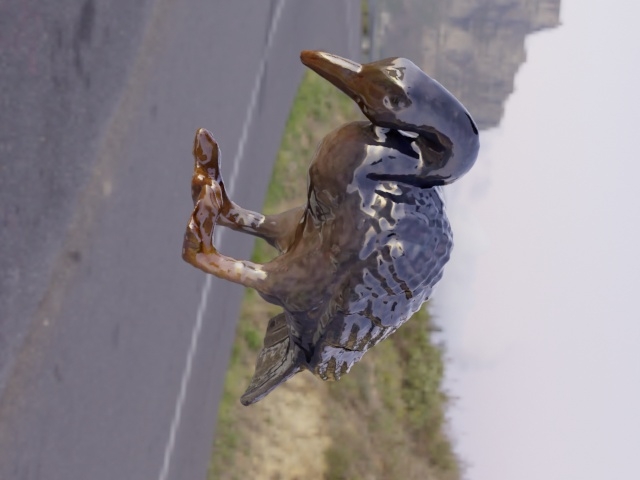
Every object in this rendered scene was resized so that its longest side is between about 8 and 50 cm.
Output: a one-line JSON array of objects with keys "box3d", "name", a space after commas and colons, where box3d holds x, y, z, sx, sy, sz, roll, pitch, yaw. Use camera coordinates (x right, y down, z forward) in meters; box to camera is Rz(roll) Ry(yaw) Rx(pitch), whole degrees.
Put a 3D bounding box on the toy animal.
[{"box3d": [0.000, 0.000, 0.763, 0.122, 0.185, 0.298, -88, -177, -53], "name": "toy animal"}]
